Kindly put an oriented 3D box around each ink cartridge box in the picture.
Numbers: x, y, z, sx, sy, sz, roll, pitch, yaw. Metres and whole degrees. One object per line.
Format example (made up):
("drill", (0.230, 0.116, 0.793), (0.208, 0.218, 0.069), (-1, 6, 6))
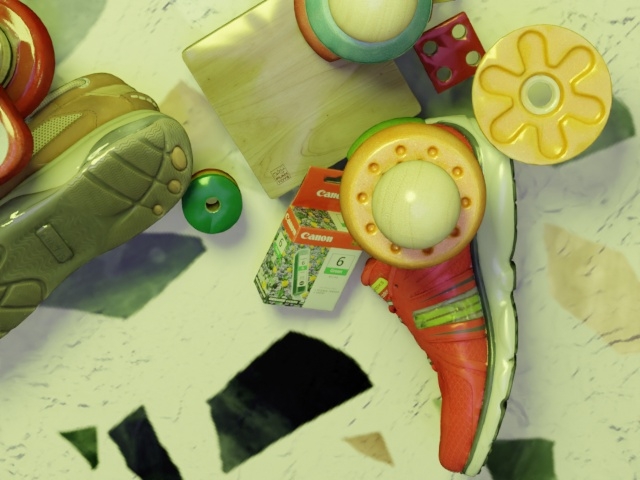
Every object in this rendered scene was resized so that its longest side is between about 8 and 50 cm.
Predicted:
("ink cartridge box", (0.000, 0.000, 1.406), (0.063, 0.029, 0.115), (7, 126, -28))

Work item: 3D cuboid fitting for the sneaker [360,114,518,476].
("sneaker", (0.091, 0.043, 1.427), (0.118, 0.107, 0.279), (-1, 96, 2))

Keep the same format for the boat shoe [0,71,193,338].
("boat shoe", (-0.250, -0.010, 1.353), (0.324, 0.116, 0.123), (-31, 145, -9))

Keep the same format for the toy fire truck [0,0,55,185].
("toy fire truck", (-0.344, -0.133, 1.259), (0.254, 0.169, 0.302), (-33, 87, 9))

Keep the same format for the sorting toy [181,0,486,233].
("sorting toy", (-0.007, -0.127, 1.385), (0.274, 0.046, 0.132), (-31, 107, 4))

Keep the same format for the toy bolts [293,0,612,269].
("toy bolts", (0.086, -0.113, 1.272), (0.218, 0.158, 0.228), (-28, 96, 2))
